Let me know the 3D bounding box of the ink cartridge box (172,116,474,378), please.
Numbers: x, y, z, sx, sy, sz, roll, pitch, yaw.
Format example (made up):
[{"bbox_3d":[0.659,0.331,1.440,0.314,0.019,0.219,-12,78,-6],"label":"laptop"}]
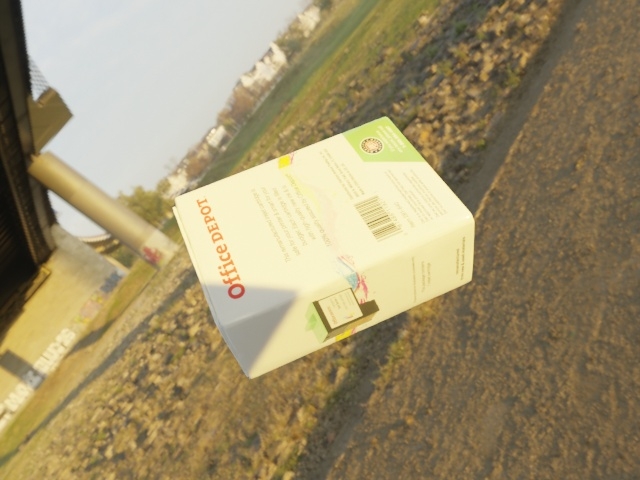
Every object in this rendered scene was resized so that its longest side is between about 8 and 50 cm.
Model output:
[{"bbox_3d":[0.000,0.000,0.693,0.278,0.117,0.201,-23,49,-9],"label":"ink cartridge box"}]
